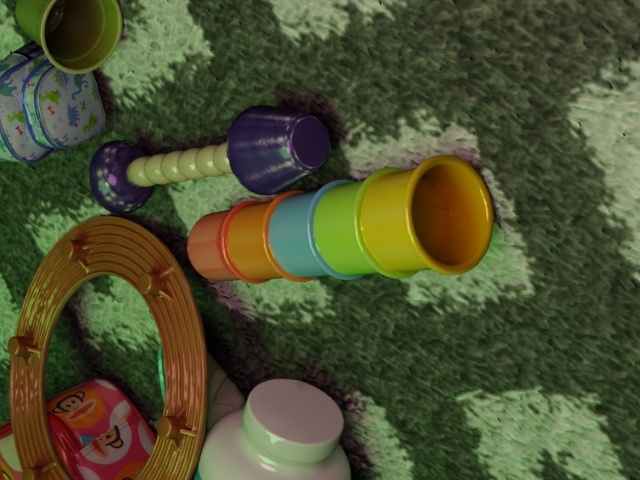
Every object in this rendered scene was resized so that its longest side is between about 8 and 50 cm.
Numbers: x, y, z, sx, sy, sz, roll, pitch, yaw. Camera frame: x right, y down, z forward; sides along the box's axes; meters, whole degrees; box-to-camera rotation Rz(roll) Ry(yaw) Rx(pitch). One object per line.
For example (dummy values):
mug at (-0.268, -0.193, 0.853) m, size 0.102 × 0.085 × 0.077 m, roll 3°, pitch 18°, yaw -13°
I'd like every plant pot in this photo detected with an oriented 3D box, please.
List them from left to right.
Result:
plant pot at (-0.235, -0.200, 1.537) m, size 0.079 × 0.083 × 0.083 m, roll 26°, pitch 135°, yaw 46°

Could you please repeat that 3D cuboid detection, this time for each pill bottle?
pill bottle at (-0.058, 0.259, 1.617) m, size 0.146 × 0.146 × 0.264 m, roll 34°, pitch 125°, yaw 22°

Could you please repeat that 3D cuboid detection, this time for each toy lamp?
toy lamp at (-0.099, -0.070, 1.488) m, size 0.275 × 0.080 × 0.080 m, roll -8°, pitch 112°, yaw 46°

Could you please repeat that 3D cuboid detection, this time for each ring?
ring at (-0.223, 0.142, 1.676) m, size 0.337 × 0.032 × 0.336 m, roll -6°, pitch 81°, yaw 48°

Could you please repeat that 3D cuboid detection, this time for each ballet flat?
ballet flat at (-0.103, 0.191, 1.697) m, size 0.086 × 0.086 × 0.248 m, roll 20°, pitch 132°, yaw 34°

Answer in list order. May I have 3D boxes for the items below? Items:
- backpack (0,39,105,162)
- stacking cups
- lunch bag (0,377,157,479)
backpack at (-0.263, -0.127, 1.581) m, size 0.084 × 0.114 × 0.105 m, roll 8°, pitch 122°, yaw 42°
stacking cups at (0.000, 0.000, 1.426) m, size 0.316 × 0.096 × 0.096 m, roll -11°, pitch 109°, yaw 49°
lunch bag at (-0.251, 0.307, 1.895) m, size 0.258 × 0.120 × 0.293 m, roll -26°, pitch 96°, yaw 54°
